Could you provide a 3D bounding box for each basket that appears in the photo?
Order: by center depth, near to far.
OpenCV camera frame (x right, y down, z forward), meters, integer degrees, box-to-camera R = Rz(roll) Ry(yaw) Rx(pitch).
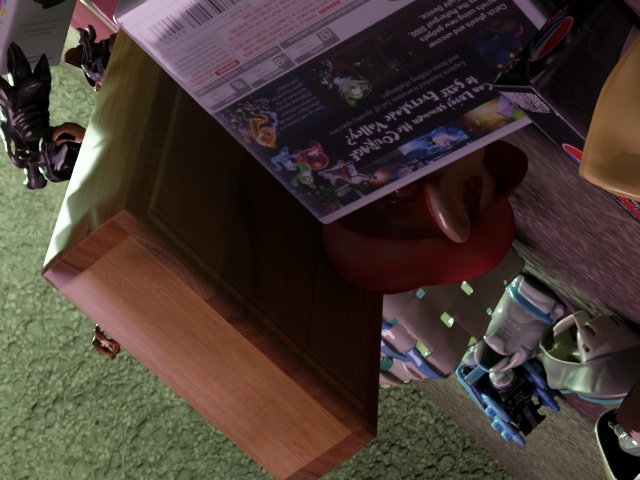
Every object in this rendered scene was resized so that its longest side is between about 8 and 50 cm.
[{"bbox_3d":[0.000,0.000,1.642,0.255,0.201,0.289,43,165,-26],"label":"basket"}]

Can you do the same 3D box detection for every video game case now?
[{"bbox_3d":[0.019,-0.101,1.014,0.173,0.190,0.022,44,-142,-27],"label":"video game case"}]

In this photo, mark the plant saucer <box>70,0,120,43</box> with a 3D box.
[{"bbox_3d":[-0.186,-0.226,1.763,0.332,0.084,0.332,40,175,4],"label":"plant saucer"}]

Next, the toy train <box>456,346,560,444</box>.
[{"bbox_3d":[0.198,0.157,2.180,0.105,0.080,0.184,45,177,26],"label":"toy train"}]

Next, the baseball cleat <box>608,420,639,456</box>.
[{"bbox_3d":[0.298,0.162,1.568,0.109,0.072,0.206,35,179,-4],"label":"baseball cleat"}]

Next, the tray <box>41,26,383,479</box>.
[{"bbox_3d":[-0.046,-0.046,1.272,0.203,0.076,0.411,43,-154,-21],"label":"tray"}]

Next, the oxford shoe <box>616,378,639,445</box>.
[{"bbox_3d":[0.301,0.175,1.426,0.227,0.096,0.083,44,-154,-9],"label":"oxford shoe"}]

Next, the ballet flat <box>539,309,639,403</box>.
[{"bbox_3d":[0.219,0.090,1.583,0.213,0.072,0.068,170,81,-80],"label":"ballet flat"}]

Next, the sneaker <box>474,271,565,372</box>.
[{"bbox_3d":[0.167,0.083,1.778,0.071,0.083,0.191,38,175,14],"label":"sneaker"}]

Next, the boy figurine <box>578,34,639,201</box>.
[{"bbox_3d":[0.230,0.020,0.841,0.285,0.092,0.177,40,178,-18],"label":"boy figurine"}]

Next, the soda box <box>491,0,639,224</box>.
[{"bbox_3d":[0.166,-0.039,0.950,0.169,0.060,0.053,42,176,-16],"label":"soda box"}]

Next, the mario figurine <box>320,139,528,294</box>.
[{"bbox_3d":[0.042,-0.109,1.146,0.198,0.170,0.320,-95,-19,-46],"label":"mario figurine"}]

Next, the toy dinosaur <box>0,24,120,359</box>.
[{"bbox_3d":[-0.152,-0.073,1.541,0.164,0.322,0.218,24,-175,-38],"label":"toy dinosaur"}]

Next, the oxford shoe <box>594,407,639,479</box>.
[{"bbox_3d":[0.327,0.234,1.687,0.130,0.123,0.348,49,171,-20],"label":"oxford shoe"}]

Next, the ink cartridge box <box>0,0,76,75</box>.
[{"bbox_3d":[-0.255,-0.242,1.606,0.127,0.175,0.072,38,-145,28],"label":"ink cartridge box"}]
